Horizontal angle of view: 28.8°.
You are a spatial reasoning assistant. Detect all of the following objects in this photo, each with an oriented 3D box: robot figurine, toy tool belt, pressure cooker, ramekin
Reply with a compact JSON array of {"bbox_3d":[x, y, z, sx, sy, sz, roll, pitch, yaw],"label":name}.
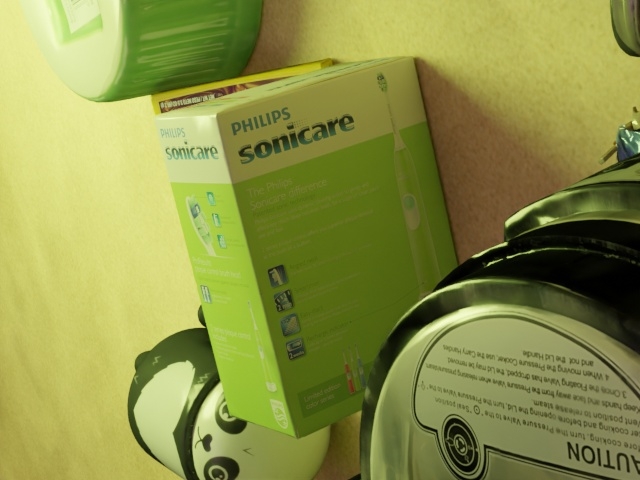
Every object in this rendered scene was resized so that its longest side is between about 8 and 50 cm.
[{"bbox_3d":[-0.112,0.196,1.406,0.278,0.173,0.209,18,145,53],"label":"robot figurine"},{"bbox_3d":[0.231,-0.070,0.849,0.083,0.051,0.052,-26,85,58],"label":"toy tool belt"},{"bbox_3d":[0.224,0.142,0.631,0.375,0.420,0.370,54,146,25],"label":"pressure cooker"},{"bbox_3d":[-0.205,-0.289,1.298,0.303,0.148,0.303,33,133,44],"label":"ramekin"}]

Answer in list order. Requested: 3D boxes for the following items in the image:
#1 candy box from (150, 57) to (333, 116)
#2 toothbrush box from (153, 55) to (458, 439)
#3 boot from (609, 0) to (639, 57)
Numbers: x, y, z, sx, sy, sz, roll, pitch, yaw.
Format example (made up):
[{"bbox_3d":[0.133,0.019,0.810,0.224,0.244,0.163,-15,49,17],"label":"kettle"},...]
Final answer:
[{"bbox_3d":[-0.069,-0.111,1.230,0.206,0.027,0.105,-6,107,31],"label":"candy box"},{"bbox_3d":[0.000,0.000,1.096,0.122,0.206,0.283,7,114,56],"label":"toothbrush box"},{"bbox_3d":[0.256,-0.203,0.710,0.179,0.085,0.236,26,131,44],"label":"boot"}]
